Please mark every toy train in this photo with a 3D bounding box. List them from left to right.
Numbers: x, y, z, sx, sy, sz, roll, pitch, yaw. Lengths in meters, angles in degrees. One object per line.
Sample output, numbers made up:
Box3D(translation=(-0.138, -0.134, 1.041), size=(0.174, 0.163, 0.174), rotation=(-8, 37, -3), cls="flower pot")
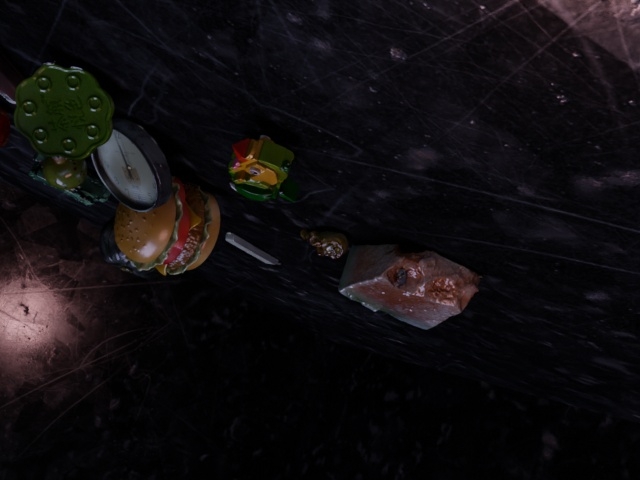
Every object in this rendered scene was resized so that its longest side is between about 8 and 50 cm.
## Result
Box3D(translation=(-0.856, -0.208, 1.942), size=(0.269, 0.115, 0.154), rotation=(32, 161, -34), cls="toy train")

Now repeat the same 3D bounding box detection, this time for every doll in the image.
Box3D(translation=(-0.101, -0.130, 1.042), size=(0.134, 0.106, 0.186), rotation=(18, 166, -2), cls="doll")

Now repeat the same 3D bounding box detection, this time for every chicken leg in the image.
Box3D(translation=(0.000, 0.000, 1.464), size=(0.093, 0.070, 0.178), rotation=(3, -167, -34), cls="chicken leg")

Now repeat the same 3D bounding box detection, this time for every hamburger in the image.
Box3D(translation=(-0.424, -0.048, 1.510), size=(0.274, 0.274, 0.212), rotation=(10, 176, 43), cls="hamburger")

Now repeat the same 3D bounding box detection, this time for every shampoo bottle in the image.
Box3D(translation=(-0.683, -0.366, 1.180), size=(0.068, 0.067, 0.236), rotation=(4, 164, 0), cls="shampoo bottle")

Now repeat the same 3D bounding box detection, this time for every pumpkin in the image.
Box3D(translation=(-0.750, 0.020, 2.358), size=(0.323, 0.241, 0.323), rotation=(21, 168, 5), cls="pumpkin")

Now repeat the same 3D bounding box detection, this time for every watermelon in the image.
Box3D(translation=(0.193, 0.110, 1.372), size=(0.264, 0.151, 0.302), rotation=(27, 166, -14), cls="watermelon")

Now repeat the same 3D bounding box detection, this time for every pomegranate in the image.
Box3D(translation=(-0.800, -0.230, 1.752), size=(0.129, 0.129, 0.159), rotation=(15, 157, 31), cls="pomegranate")

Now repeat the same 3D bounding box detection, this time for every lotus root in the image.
Box3D(translation=(-0.488, -0.254, 1.133), size=(0.186, 0.186, 0.186), rotation=(22, 166, 6), cls="lotus root")

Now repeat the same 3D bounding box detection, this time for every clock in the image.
Box3D(translation=(-0.440, -0.169, 1.318), size=(0.226, 0.049, 0.226), rotation=(21, 133, 25), cls="clock")

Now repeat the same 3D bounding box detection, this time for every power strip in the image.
Box3D(translation=(-0.239, 0.038, 2.050), size=(0.253, 0.027, 0.060), rotation=(33, 163, -34), cls="power strip")

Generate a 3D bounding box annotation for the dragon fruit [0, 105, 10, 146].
Box3D(translation=(-0.948, -0.319, 1.563), size=(0.172, 0.172, 0.209), rotation=(29, 180, -21), cls="dragon fruit")
